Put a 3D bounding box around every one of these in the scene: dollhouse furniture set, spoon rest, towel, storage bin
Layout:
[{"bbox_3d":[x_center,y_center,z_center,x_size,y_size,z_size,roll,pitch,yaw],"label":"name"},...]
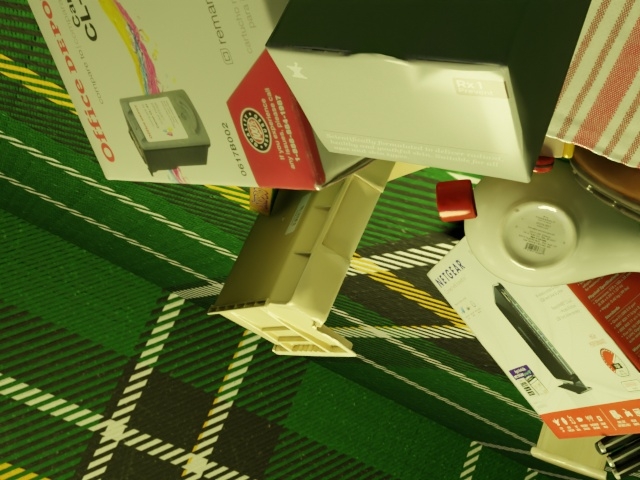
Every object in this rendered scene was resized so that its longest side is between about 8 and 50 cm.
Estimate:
[{"bbox_3d":[0.575,0.391,1.550,0.286,0.198,0.303,14,162,27],"label":"dollhouse furniture set"},{"bbox_3d":[0.278,0.007,0.778,0.276,0.137,0.084,22,-158,11],"label":"spoon rest"},{"bbox_3d":[0.199,-0.141,0.569,0.197,0.029,0.144,22,121,2],"label":"towel"},{"bbox_3d":[0.000,0.000,0.985,0.123,0.262,0.260,31,162,-19],"label":"storage bin"}]

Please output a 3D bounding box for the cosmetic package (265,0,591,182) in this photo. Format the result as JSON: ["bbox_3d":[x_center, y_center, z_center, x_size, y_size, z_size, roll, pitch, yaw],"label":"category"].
[{"bbox_3d":[0.082,-0.160,0.424,0.127,0.238,0.107,14,161,28],"label":"cosmetic package"}]

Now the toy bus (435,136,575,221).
[{"bbox_3d":[0.145,-0.128,0.669,0.191,0.104,0.202,-36,104,30],"label":"toy bus"}]

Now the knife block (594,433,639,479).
[{"bbox_3d":[0.481,0.221,0.997,0.242,0.275,0.088,20,163,4],"label":"knife block"}]

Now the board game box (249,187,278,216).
[{"bbox_3d":[-0.048,-0.124,0.898,0.039,0.124,0.259,18,163,-3],"label":"board game box"}]

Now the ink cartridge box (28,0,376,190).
[{"bbox_3d":[-0.097,-0.168,0.663,0.306,0.131,0.226,4,121,43],"label":"ink cartridge box"}]

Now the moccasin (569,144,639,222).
[{"bbox_3d":[0.342,-0.057,0.586,0.139,0.147,0.380,12,-173,-22],"label":"moccasin"}]

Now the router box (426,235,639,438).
[{"bbox_3d":[0.293,0.098,0.979,0.301,0.082,0.335,52,166,9],"label":"router box"}]
